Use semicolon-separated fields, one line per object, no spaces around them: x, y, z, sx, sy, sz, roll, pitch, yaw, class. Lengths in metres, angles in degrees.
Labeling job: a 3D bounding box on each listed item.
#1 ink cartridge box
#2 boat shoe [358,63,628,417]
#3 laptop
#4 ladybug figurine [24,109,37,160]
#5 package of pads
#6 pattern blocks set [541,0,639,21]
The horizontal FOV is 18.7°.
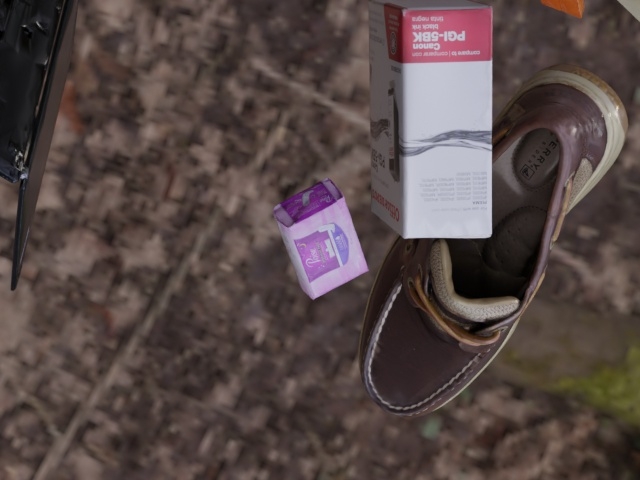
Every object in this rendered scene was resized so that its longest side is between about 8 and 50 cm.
0.064;-0.074;1.154;0.056;0.099;0.135;-3;100;-10;ink cartridge box
0.113;0.020;1.499;0.342;0.123;0.123;-56;175;33;boat shoe
-0.265;-0.136;1.444;0.264;0.136;0.234;33;50;-35;laptop
-0.412;-0.151;1.510;0.449;0.305;0.162;15;74;-44;ladybug figurine
0.000;0.000;1.390;0.050;0.032;0.083;-29;136;-9;package of pads
0.328;-0.285;1.910;0.325;0.285;0.026;43;52;-40;pattern blocks set
